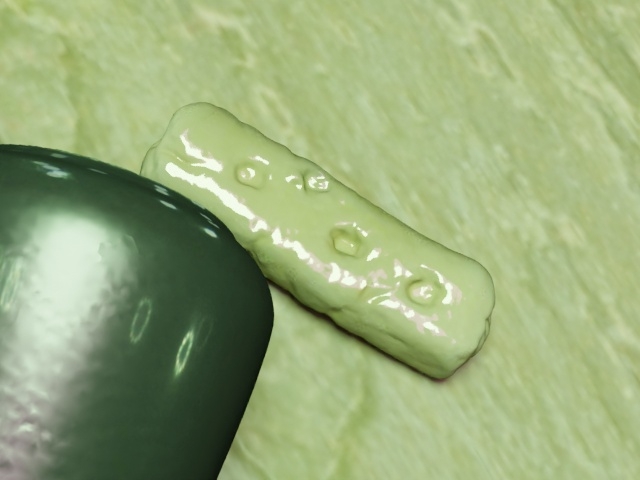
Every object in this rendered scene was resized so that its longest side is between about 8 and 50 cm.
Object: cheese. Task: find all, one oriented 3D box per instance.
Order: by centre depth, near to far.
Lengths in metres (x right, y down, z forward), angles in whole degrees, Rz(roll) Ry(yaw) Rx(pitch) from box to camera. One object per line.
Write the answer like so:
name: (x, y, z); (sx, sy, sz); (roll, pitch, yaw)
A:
cheese: (0.000, 0.000, 0.592); (0.194, 0.043, 0.065); (32, 70, -2)

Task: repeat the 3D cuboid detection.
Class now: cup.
cup: (-0.137, 0.063, 0.483); (0.223, 0.169, 0.176); (4, 72, 25)
